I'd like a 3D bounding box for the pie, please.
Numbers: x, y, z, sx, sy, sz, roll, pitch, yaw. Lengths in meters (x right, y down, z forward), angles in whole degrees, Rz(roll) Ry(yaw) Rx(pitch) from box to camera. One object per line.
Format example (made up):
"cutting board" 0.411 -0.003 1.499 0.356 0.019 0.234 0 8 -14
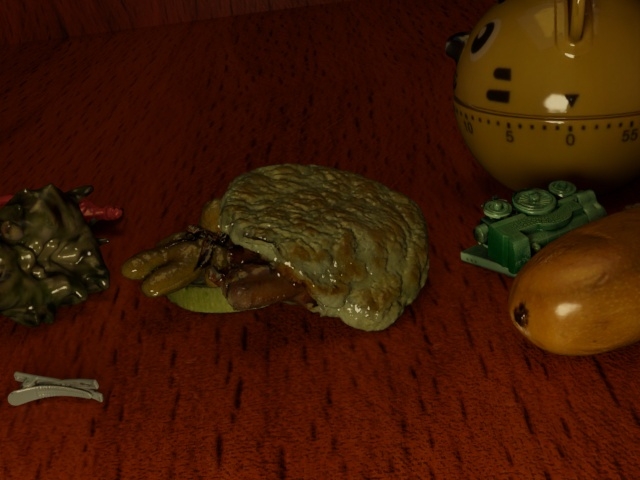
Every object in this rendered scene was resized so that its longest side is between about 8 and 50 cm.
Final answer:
"pie" 0.003 -0.006 1.417 0.274 0.105 0.257 10 44 -11

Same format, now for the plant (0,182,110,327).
"plant" -0.457 0.014 1.574 0.333 0.180 0.251 2 12 32

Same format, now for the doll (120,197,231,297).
"doll" -0.155 0.004 1.471 0.209 0.097 0.137 -28 31 -35

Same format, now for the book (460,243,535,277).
"book" 0.267 0.019 1.497 0.103 0.017 0.135 -22 26 -32

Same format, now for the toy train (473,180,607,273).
"toy train" 0.287 -0.022 1.476 0.178 0.071 0.104 -18 34 -21

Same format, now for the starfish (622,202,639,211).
"starfish" 0.508 -0.029 1.495 0.231 0.048 0.295 2 22 23

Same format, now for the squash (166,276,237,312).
"squash" -0.110 0.040 1.557 0.219 0.041 0.219 -7 18 2

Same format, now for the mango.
"mango" 0.334 0.042 1.282 0.295 0.120 0.177 -21 17 -35

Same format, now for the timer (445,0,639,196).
"timer" 0.359 -0.265 1.689 0.376 0.387 0.376 -4 20 2

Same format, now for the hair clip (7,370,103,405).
"hair clip" -0.301 0.173 1.292 0.115 0.030 0.039 -2 41 21

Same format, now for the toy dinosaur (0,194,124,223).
"toy dinosaur" -0.418 -0.051 1.874 0.286 0.070 0.139 3 13 34
